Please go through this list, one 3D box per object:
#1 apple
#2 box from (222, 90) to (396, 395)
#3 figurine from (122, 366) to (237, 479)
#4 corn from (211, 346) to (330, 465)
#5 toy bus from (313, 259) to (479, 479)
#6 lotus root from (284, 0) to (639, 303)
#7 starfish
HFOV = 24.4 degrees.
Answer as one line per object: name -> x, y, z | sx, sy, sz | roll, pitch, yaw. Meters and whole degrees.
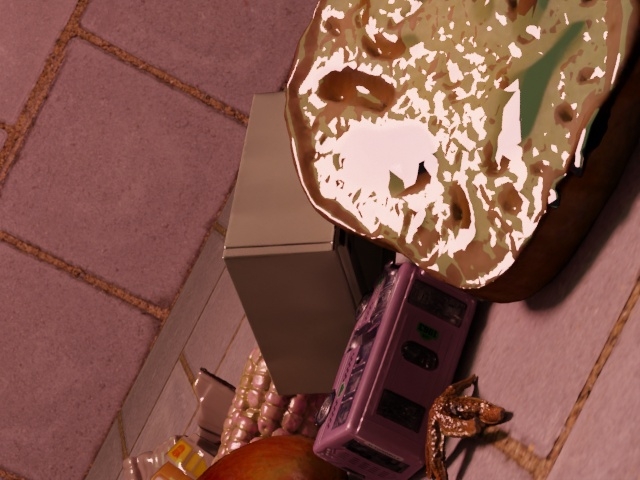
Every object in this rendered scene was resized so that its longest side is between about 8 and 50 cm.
apple -> -0.052, 0.280, 1.437 | 0.173, 0.160, 0.195 | -31, 33, 29
box -> 0.000, 0.000, 1.510 | 0.225, 0.117, 0.225 | 72, -160, -47
figurine -> -0.145, 0.309, 1.761 | 0.308, 0.143, 0.308 | -54, 19, 28
corn -> -0.064, 0.257, 1.593 | 0.335, 0.127, 0.126 | -70, 12, -14
toy bus -> 0.071, 0.115, 1.343 | 0.108, 0.096, 0.199 | -46, 20, 61
lotus root -> 0.134, -0.130, 1.270 | 0.390, 0.111, 0.375 | -21, 61, 38
starfish -> 0.108, 0.149, 1.236 | 0.133, 0.041, 0.130 | -56, 12, 33
